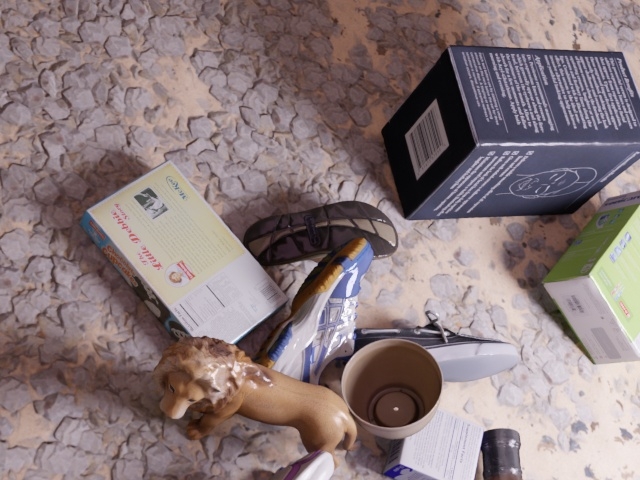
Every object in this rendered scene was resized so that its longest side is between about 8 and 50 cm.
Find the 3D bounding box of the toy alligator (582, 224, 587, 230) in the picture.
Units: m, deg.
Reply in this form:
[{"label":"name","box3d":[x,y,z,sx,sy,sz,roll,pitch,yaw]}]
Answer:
[{"label":"toy alligator","box3d":[0.513,0.030,2.248,0.056,0.051,0.189,47,57,-27]}]

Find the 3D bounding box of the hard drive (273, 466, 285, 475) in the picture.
[{"label":"hard drive","box3d":[-0.048,0.532,1.740,0.210,0.040,0.318,34,56,-4]}]

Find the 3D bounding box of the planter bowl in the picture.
[{"label":"planter bowl","box3d":[0.118,0.255,1.856,0.162,0.109,0.162,-4,54,5]}]

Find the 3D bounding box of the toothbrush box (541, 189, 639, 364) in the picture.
[{"label":"toothbrush box","box3d":[0.578,0.067,2.177,0.283,0.122,0.206,-46,108,-33]}]

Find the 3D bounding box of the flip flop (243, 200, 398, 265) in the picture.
[{"label":"flip flop","box3d":[0.000,0.000,2.028,0.277,0.080,0.112,-8,72,-11]}]

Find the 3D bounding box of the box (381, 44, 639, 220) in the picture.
[{"label":"box","box3d":[0.366,-0.197,2.154,0.396,0.293,0.212,-2,65,-25]}]

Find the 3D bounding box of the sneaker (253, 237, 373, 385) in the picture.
[{"label":"sneaker","box3d":[0.014,0.136,1.925,0.131,0.112,0.296,38,78,-13]}]

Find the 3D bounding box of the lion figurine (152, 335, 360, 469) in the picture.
[{"label":"lion figurine","box3d":[-0.077,0.248,1.757,0.392,0.240,0.142,13,60,-18]}]

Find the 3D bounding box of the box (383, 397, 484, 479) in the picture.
[{"label":"box","box3d":[0.190,0.352,1.921,0.137,0.072,0.126,24,56,-10]}]

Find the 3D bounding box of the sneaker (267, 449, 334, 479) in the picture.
[{"label":"sneaker","box3d":[-0.052,0.455,1.698,0.152,0.114,0.305,38,65,-9]}]

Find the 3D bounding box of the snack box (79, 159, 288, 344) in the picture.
[{"label":"snack box","box3d":[-0.226,0.036,1.912,0.187,0.060,0.322,-36,82,-34]}]

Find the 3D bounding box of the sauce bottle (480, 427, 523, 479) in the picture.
[{"label":"sauce bottle","box3d":[0.307,0.482,1.882,0.111,0.111,0.344,12,59,-18]}]

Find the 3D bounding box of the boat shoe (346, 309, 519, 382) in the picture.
[{"label":"boat shoe","box3d":[0.191,0.185,1.989,0.306,0.113,0.105,-4,59,-9]}]
